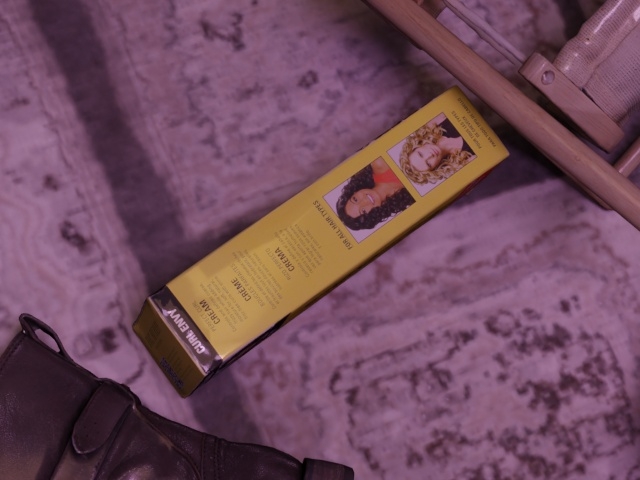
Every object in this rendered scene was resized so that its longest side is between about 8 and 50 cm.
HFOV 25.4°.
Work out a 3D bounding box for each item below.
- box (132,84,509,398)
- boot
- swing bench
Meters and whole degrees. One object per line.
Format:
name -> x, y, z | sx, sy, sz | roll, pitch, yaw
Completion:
box -> 0.000, 0.000, 0.845 | 0.232, 0.087, 0.058 | -36, 85, -21
boot -> -0.120, 0.191, 0.771 | 0.229, 0.091, 0.263 | 19, 67, -1
swing bench -> 0.176, -0.178, 0.830 | 0.255, 0.165, 0.253 | 40, 97, -6
